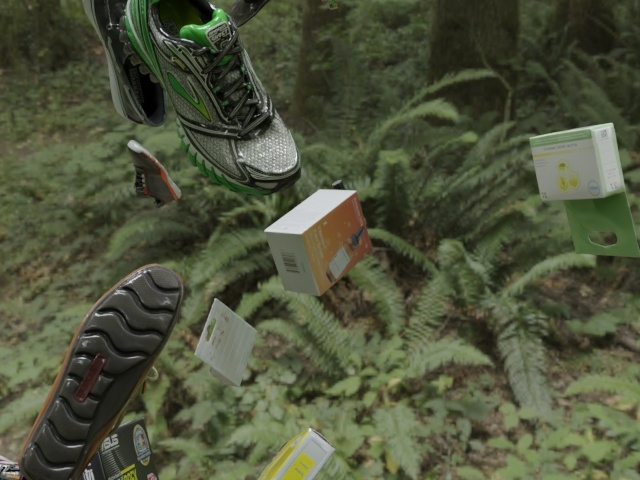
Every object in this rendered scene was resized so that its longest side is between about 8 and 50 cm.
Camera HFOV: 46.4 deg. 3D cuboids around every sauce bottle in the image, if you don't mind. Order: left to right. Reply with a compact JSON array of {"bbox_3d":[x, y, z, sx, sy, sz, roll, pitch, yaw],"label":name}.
[{"bbox_3d":[0.066,-0.084,1.786,0.042,0.128,0.042,-27,20,11],"label":"sauce bottle"}]

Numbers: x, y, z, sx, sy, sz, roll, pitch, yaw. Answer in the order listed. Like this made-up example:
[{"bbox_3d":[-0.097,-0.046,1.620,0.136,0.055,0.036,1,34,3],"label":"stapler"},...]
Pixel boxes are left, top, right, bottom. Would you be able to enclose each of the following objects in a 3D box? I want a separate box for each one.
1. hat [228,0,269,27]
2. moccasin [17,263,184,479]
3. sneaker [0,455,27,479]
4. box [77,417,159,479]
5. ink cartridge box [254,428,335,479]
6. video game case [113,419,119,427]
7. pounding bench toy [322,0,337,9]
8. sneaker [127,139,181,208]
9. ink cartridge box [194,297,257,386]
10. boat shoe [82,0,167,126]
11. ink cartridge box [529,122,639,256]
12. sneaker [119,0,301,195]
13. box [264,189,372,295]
[{"bbox_3d":[-0.127,-0.596,1.551,0.134,0.331,0.331,42,-2,-24],"label":"hat"},{"bbox_3d":[-0.335,0.212,1.192,0.139,0.380,0.147,23,-8,-5],"label":"moccasin"},{"bbox_3d":[-0.511,0.382,1.213,0.178,0.072,0.077,21,-30,-26],"label":"sneaker"},{"bbox_3d":[-0.367,0.455,1.379,0.060,0.216,0.270,-16,-8,2],"label":"box"},{"bbox_3d":[-0.116,0.467,1.256,0.307,0.072,0.303,-47,-4,-22],"label":"ink cartridge box"},{"bbox_3d":[-0.554,0.506,1.850,0.042,0.210,0.232,-24,-16,7],"label":"video game case"},{"bbox_3d":[0.024,-0.581,1.754,0.052,0.083,0.065,-19,24,5],"label":"pounding bench toy"},{"bbox_3d":[-0.306,-0.110,1.328,0.065,0.158,0.061,-40,49,-9],"label":"sneaker"},{"bbox_3d":[-0.225,0.235,1.704,0.045,0.145,0.179,-3,-33,35],"label":"ink cartridge box"},{"bbox_3d":[-0.322,-0.338,1.275,0.108,0.301,0.102,-25,35,-35],"label":"boat shoe"},{"bbox_3d":[0.461,-0.080,1.313,0.056,0.235,0.171,-15,7,-19],"label":"ink cartridge box"},{"bbox_3d":[-0.143,-0.206,0.978,0.134,0.343,0.146,-38,-1,-28],"label":"sneaker"},{"bbox_3d":[0.000,0.000,1.361,0.091,0.130,0.170,5,33,41],"label":"box"}]
